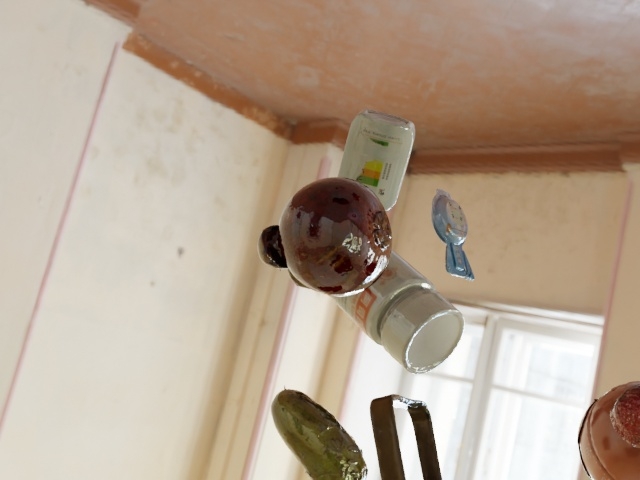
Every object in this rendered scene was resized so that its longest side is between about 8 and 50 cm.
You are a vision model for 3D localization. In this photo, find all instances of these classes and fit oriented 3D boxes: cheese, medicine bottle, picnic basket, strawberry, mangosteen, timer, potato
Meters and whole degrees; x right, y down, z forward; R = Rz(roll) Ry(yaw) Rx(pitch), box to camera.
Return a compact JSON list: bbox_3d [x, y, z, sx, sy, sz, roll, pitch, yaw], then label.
[{"bbox_3d":[0.334,-0.020,1.974,0.135,0.244,0.052,15,148,-42],"label":"cheese"},{"bbox_3d":[0.127,-0.167,1.937,0.161,0.296,0.111,18,-158,6],"label":"medicine bottle"},{"bbox_3d":[0.142,0.373,1.048,0.291,0.321,0.254,-16,161,17],"label":"picnic basket"},{"bbox_3d":[0.521,0.284,1.248,0.106,0.106,0.106,13,171,2],"label":"strawberry"},{"bbox_3d":[0.000,0.000,1.391,0.258,0.215,0.215,-12,159,28],"label":"mangosteen"},{"bbox_3d":[0.606,0.381,1.455,0.230,0.229,0.215,15,147,-7],"label":"timer"},{"bbox_3d":[0.175,0.152,1.969,0.211,0.211,0.371,23,-165,-44],"label":"medicine bottle"},{"bbox_3d":[-0.004,0.382,1.491,0.251,0.113,0.149,53,179,20],"label":"potato"}]
